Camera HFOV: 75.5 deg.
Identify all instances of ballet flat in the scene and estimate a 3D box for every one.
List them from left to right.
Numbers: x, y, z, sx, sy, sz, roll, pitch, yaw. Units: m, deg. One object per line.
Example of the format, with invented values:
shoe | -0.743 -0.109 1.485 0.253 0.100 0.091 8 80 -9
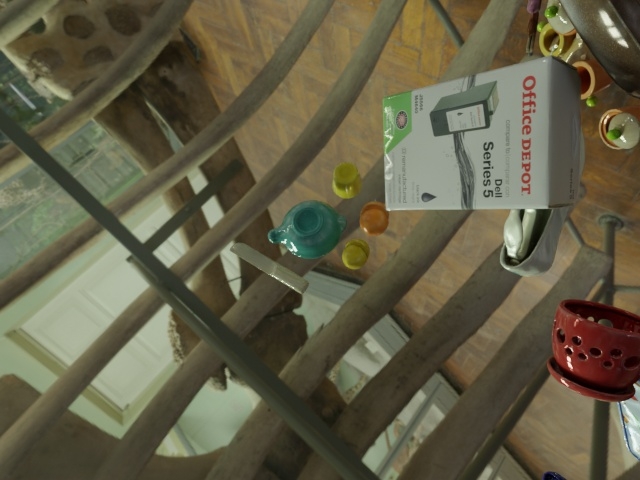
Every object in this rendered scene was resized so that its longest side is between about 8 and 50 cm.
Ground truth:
ballet flat | 0.506 -0.103 0.964 0.139 0.139 0.401 20 110 46

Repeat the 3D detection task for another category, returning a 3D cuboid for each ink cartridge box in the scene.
ink cartridge box | 0.240 -0.149 0.654 0.272 0.114 0.199 3 98 47

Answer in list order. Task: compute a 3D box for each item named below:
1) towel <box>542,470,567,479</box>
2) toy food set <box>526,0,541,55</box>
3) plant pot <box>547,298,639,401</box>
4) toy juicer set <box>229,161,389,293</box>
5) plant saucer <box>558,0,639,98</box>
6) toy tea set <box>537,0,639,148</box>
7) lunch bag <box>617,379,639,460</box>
towel | 0.527 0.568 0.713 0.308 0.076 0.228 40 -169 -18
toy food set | 0.362 -0.379 0.706 0.019 0.078 0.122 10 122 24
plant pot | 0.609 0.241 0.905 0.191 0.191 0.174 18 107 48
toy juicer set | 0.000 0.000 0.884 0.209 0.329 0.089 50 174 18
plant saucer | 0.397 -0.313 0.569 0.310 0.311 0.050 47 138 -11
toy tea set | 0.493 -0.323 0.755 0.200 0.124 0.336 84 166 -68
lunch bag | 0.840 0.427 0.982 0.243 0.114 0.304 14 126 64
